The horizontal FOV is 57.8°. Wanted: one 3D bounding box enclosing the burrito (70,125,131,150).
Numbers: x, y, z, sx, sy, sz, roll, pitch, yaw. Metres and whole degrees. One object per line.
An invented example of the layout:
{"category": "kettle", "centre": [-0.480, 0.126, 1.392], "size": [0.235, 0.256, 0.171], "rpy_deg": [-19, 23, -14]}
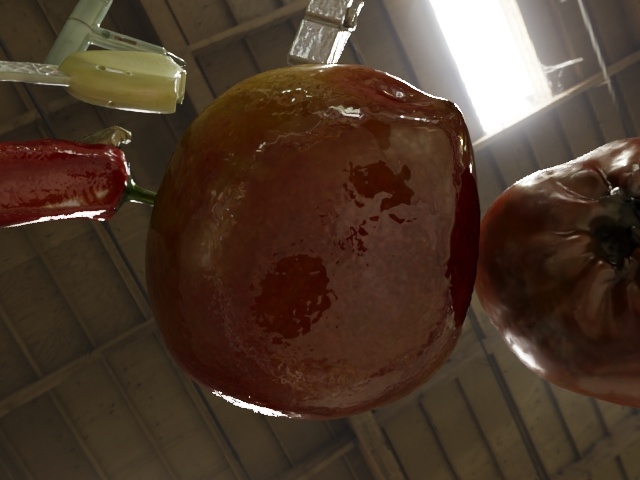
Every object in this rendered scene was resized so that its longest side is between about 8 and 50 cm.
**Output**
{"category": "burrito", "centre": [-0.337, -0.127, 0.822], "size": [0.042, 0.171, 0.051], "rpy_deg": [65, -146, -21]}

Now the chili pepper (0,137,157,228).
{"category": "chili pepper", "centre": [-0.320, -0.031, 0.559], "size": [0.368, 0.137, 0.092], "rpy_deg": [-13, -126, -8]}

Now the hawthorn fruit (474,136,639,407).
{"category": "hawthorn fruit", "centre": [0.300, 0.039, 0.565], "size": [0.284, 0.284, 0.284], "rpy_deg": [-1, -87, -20]}

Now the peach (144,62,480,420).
{"category": "peach", "centre": [0.000, 0.000, 0.525], "size": [0.307, 0.308, 0.332], "rpy_deg": [26, -55, -19]}

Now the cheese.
{"category": "cheese", "centre": [-0.272, -0.186, 0.666], "size": [0.255, 0.127, 0.050], "rpy_deg": [-9, -51, -41]}

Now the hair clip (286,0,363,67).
{"category": "hair clip", "centre": [0.015, -0.360, 0.961], "size": [0.085, 0.101, 0.331], "rpy_deg": [16, -127, -1]}

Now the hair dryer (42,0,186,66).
{"category": "hair dryer", "centre": [-0.294, -0.278, 0.870], "size": [0.183, 0.044, 0.155], "rpy_deg": [25, -108, -15]}
